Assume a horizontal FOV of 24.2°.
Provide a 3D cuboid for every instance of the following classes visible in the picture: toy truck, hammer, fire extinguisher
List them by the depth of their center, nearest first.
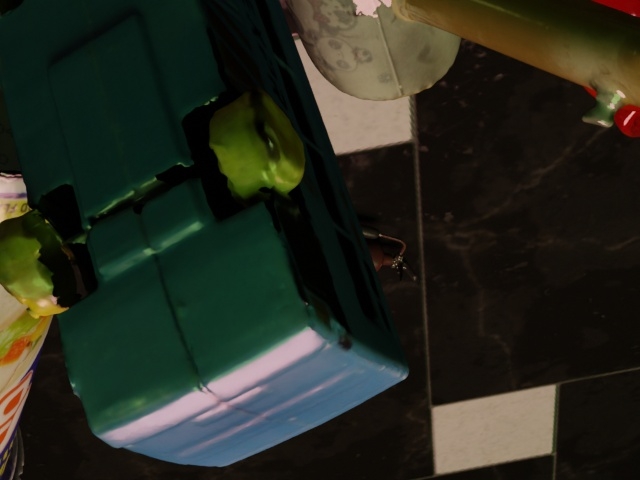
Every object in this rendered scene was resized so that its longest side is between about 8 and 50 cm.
[{"bbox_3d":[-0.088,-0.073,0.820,0.161,0.385,0.162,-28,151,16],"label":"toy truck"},{"bbox_3d":[0.093,-0.136,0.868,0.113,0.305,0.202,-47,143,-16],"label":"hammer"},{"bbox_3d":[0.000,0.000,1.186,0.173,0.035,0.049,8,97,-22],"label":"fire extinguisher"}]

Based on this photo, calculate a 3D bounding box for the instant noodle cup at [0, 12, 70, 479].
[{"bbox_3d":[-0.277,0.013,0.970,0.284,0.284,0.312,13,125,-26],"label":"instant noodle cup"}]

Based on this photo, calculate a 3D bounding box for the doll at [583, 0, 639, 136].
[{"bbox_3d":[0.203,-0.195,0.912,0.183,0.160,0.363,-18,140,-5],"label":"doll"}]
